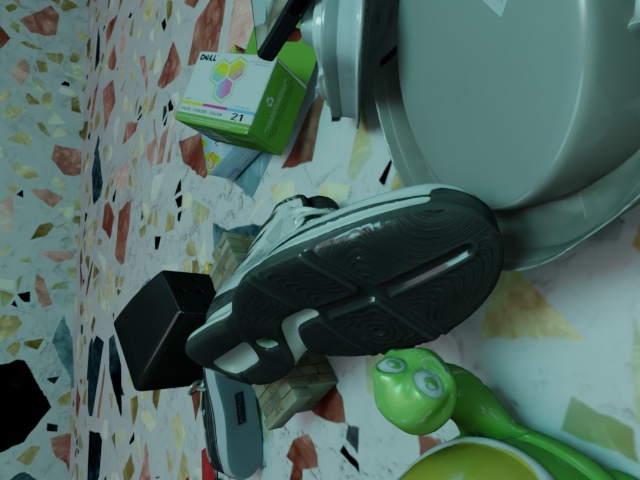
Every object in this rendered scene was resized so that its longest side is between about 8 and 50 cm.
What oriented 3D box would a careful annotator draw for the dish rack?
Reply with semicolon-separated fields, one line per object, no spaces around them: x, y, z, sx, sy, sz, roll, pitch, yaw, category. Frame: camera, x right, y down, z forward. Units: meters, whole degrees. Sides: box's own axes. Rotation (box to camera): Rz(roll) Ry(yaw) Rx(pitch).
0.031;-0.329;0.525;0.285;0.072;0.334;9;-94;-86;dish rack

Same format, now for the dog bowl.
0.152;-0.155;0.360;0.349;0.102;0.350;164;90;-78;dog bowl

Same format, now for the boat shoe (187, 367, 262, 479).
-0.177;0.268;0.794;0.104;0.113;0.307;-10;88;38;boat shoe

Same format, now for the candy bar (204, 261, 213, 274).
-0.212;0.074;0.931;0.161;0.018;0.040;6;90;50;candy bar

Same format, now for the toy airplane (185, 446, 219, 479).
-0.249;0.521;0.910;0.151;0.028;0.152;-11;75;49;toy airplane

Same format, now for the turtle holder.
0.144;0.264;0.335;0.243;0.227;0.321;7;91;50;turtle holder

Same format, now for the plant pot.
-0.276;0.167;0.870;0.188;0.187;0.167;48;115;39;plant pot

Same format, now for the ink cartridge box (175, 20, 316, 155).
-0.116;-0.294;0.740;0.188;0.097;0.256;19;89;33;ink cartridge box

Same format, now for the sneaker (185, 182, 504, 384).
-0.001;0.000;0.514;0.447;0.169;0.258;-32;32;45;sneaker

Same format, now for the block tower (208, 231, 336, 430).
-0.092;0.135;0.730;0.091;0.097;0.336;-55;47;29;block tower

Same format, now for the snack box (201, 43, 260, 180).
-0.180;-0.259;0.894;0.174;0.070;0.207;-33;61;39;snack box

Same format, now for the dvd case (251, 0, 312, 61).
-0.008;-0.323;0.404;0.253;0.022;0.181;-34;58;51;dvd case
